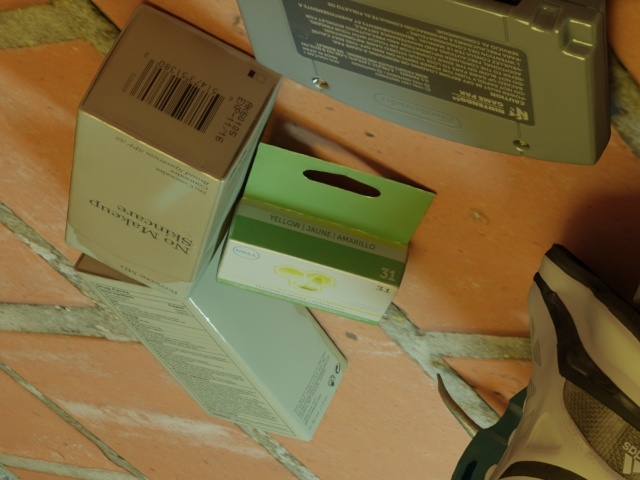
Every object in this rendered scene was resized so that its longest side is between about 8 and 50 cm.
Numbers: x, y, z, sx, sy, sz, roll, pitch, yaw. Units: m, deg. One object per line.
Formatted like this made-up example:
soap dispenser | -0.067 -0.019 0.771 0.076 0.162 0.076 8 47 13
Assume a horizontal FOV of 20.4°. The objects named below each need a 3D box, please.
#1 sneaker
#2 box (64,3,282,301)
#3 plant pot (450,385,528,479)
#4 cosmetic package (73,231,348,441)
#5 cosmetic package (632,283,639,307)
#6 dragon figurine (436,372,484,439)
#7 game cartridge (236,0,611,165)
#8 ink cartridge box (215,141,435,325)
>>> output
sneaker | 0.175 0.157 1.412 0.169 0.257 0.447 39 -174 -1
box | -0.142 -0.071 1.633 0.148 0.121 0.311 26 156 2
plant pot | 0.311 0.307 1.697 0.334 0.341 0.341 49 150 -23
cosmetic package | -0.112 0.085 1.930 0.160 0.113 0.309 11 151 34
cosmetic package | 0.344 0.004 1.254 0.107 0.127 0.238 38 156 -20
dragon figurine | 0.235 0.255 1.933 0.289 0.085 0.144 25 156 5
game cartridge | 0.075 -0.150 1.324 0.294 0.060 0.196 19 152 20
ink cartridge box | 0.000 0.000 1.669 0.171 0.056 0.235 16 158 -4
